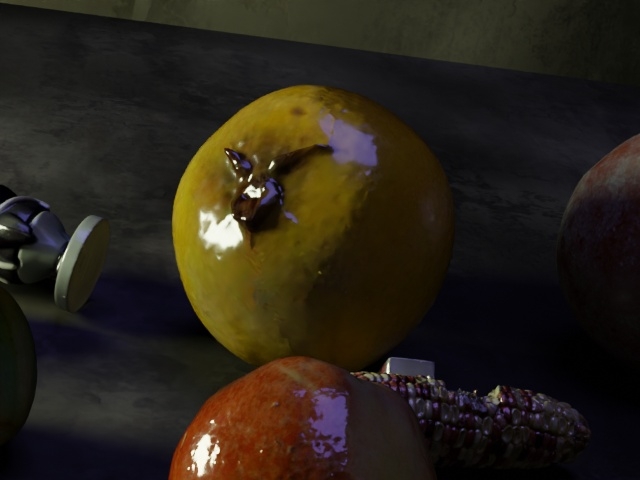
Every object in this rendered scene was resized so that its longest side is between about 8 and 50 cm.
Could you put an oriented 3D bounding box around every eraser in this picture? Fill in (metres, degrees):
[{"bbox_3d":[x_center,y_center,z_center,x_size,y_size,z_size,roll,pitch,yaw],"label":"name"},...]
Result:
[{"bbox_3d":[0.087,0.154,1.998,0.052,0.029,0.122,6,-18,-6],"label":"eraser"}]

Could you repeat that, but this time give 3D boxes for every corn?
[{"bbox_3d":[0.138,0.188,1.916,0.290,0.098,0.098,4,19,-16],"label":"corn"}]

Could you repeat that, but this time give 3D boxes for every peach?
[{"bbox_3d":[-0.008,0.233,1.546,0.232,0.256,0.232,4,-21,2],"label":"peach"}]

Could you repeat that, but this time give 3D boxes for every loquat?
[{"bbox_3d":[0.000,0.000,2.095,0.328,0.328,0.359,22,-7,34],"label":"loquat"}]

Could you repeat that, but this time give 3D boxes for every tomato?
[{"bbox_3d":[0.440,0.014,2.245,0.317,0.316,0.282,-9,40,-43],"label":"tomato"}]

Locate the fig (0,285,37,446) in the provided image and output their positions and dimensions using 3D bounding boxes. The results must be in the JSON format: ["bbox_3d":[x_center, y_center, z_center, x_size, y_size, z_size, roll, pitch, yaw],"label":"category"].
[{"bbox_3d":[-0.353,0.122,1.774,0.181,0.181,0.191,-6,47,-38],"label":"fig"}]

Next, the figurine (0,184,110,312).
[{"bbox_3d":[-0.375,-0.008,2.188,0.236,0.133,0.176,20,-11,8],"label":"figurine"}]
